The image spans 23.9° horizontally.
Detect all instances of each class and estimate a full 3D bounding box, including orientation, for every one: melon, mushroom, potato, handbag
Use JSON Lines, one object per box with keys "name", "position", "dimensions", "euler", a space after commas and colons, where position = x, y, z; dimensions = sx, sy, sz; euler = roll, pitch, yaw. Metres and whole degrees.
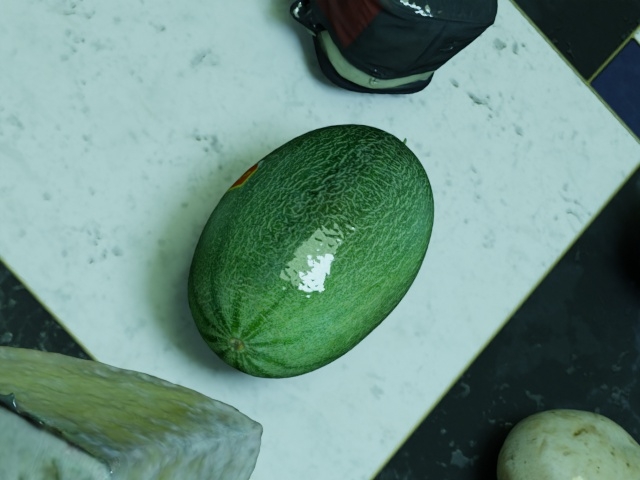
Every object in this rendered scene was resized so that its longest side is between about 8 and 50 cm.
{"name": "melon", "position": [0.000, 0.000, 1.348], "dimensions": [0.182, 0.182, 0.287], "euler": [47, 58, -3]}
{"name": "mushroom", "position": [0.239, 0.235, 1.413], "dimensions": [0.166, 0.127, 0.166], "euler": [25, 37, -21]}
{"name": "potato", "position": [-0.207, 0.204, 1.214], "dimensions": [0.189, 0.211, 0.264], "euler": [25, 13, 25]}
{"name": "handbag", "position": [0.061, -0.278, 1.492], "dimensions": [0.181, 0.181, 0.255], "euler": [1, 68, -26]}
